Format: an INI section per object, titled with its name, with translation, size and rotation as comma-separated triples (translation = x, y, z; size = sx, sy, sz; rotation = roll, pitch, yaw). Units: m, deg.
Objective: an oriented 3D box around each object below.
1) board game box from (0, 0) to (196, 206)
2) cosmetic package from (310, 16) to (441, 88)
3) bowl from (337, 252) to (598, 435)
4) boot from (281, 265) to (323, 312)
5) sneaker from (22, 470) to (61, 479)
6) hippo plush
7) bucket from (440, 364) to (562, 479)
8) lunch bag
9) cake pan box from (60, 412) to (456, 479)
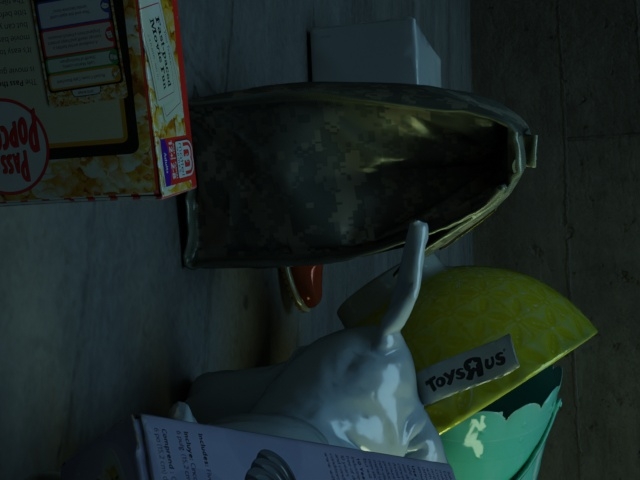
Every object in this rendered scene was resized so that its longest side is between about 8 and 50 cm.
[board game box]
translation = -0.141, -0.112, 0.467
size = 0.045, 0.147, 0.193
rotation = -35, 122, -73
[cosmetic package]
translation = 0.080, -0.147, 1.345
size = 0.225, 0.138, 0.224
rotation = 13, 75, -74
[bowl]
translation = 0.105, 0.104, 1.010
size = 0.156, 0.289, 0.289
rotation = 57, 9, 13
[boot]
translation = 0.000, 0.000, 1.117
size = 0.059, 0.085, 0.158
rotation = -27, 115, -76
[sneaker]
translation = -0.122, 0.200, 0.525
size = 0.330, 0.122, 0.146
rotation = 63, 30, -59
[hippo plush]
translation = -0.007, 0.184, 0.712
size = 0.234, 0.294, 0.236
rotation = 54, 29, 0
[bucket]
translation = 0.188, 0.247, 1.437
size = 0.281, 0.281, 0.183
rotation = -59, 151, -65
[lunch bag]
translation = 0.049, -0.059, 0.911
size = 0.235, 0.287, 0.169
rotation = -29, 115, -75
[cake pan box]
translation = 0.011, 0.223, 0.478
size = 0.246, 0.070, 0.267
rotation = 17, 46, -45
